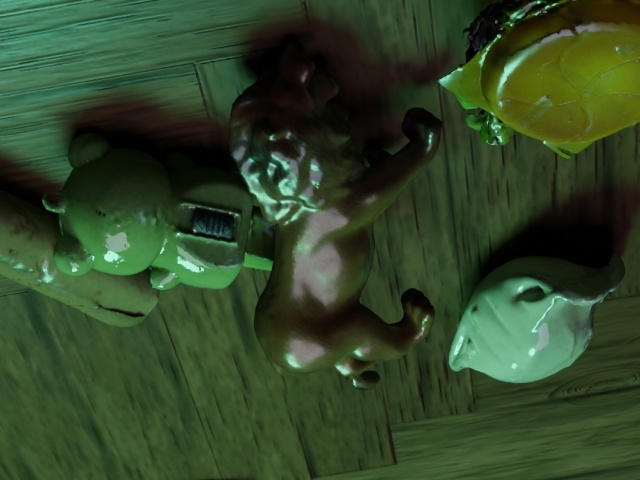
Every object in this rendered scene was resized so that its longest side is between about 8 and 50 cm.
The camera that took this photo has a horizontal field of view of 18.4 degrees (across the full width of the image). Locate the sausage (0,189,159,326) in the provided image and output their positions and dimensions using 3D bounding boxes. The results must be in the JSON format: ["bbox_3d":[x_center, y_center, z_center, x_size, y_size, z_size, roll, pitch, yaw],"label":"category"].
[{"bbox_3d":[-0.237,-0.003,1.474,0.066,0.065,0.301,-32,142,31],"label":"sausage"}]

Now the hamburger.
[{"bbox_3d":[0.170,-0.136,1.333,0.190,0.093,0.164,-27,140,23],"label":"hamburger"}]

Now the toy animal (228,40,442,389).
[{"bbox_3d":[0.000,0.000,1.439,0.158,0.097,0.312,-10,118,-25],"label":"toy animal"}]

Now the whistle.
[{"bbox_3d":[-0.100,-0.013,1.463,0.227,0.105,0.085,10,174,-30],"label":"whistle"}]

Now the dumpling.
[{"bbox_3d":[0.188,0.057,1.647,0.134,0.100,0.169,-23,149,-41],"label":"dumpling"}]
